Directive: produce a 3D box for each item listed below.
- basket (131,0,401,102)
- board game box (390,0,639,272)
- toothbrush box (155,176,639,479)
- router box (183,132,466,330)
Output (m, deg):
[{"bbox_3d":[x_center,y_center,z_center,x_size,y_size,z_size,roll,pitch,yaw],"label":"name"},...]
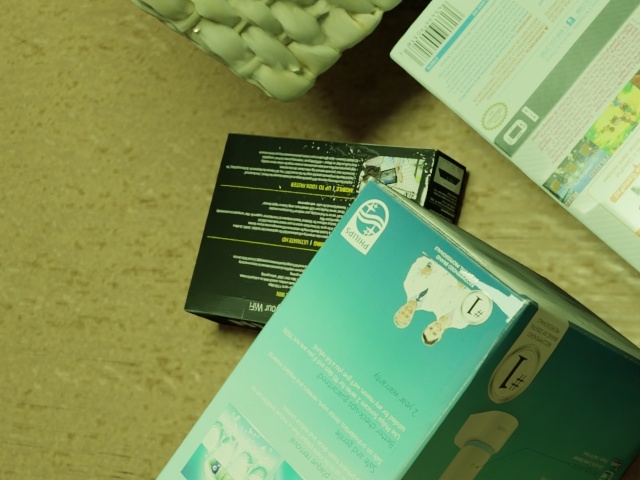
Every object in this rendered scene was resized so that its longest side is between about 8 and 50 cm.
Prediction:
[{"bbox_3d":[-0.041,-0.317,0.908,0.328,0.331,0.266,-40,38,21],"label":"basket"},{"bbox_3d":[0.220,-0.100,0.842,0.224,0.097,0.303,-50,53,10],"label":"board game box"},{"bbox_3d":[0.036,0.144,0.811,0.126,0.216,0.296,40,99,37],"label":"toothbrush box"},{"bbox_3d":[0.000,0.000,0.989,0.178,0.046,0.133,8,79,36],"label":"router box"}]
